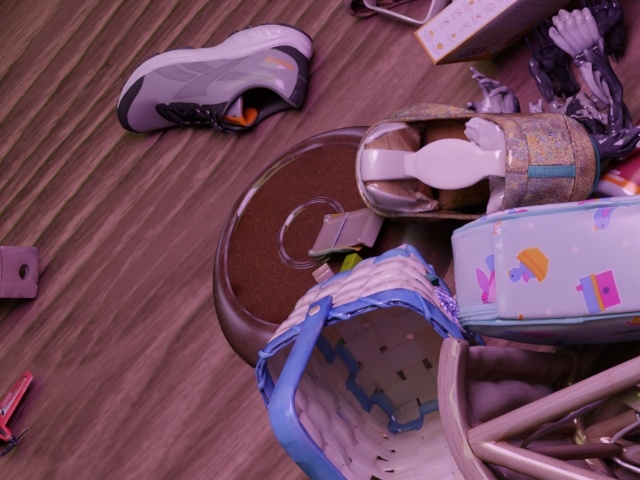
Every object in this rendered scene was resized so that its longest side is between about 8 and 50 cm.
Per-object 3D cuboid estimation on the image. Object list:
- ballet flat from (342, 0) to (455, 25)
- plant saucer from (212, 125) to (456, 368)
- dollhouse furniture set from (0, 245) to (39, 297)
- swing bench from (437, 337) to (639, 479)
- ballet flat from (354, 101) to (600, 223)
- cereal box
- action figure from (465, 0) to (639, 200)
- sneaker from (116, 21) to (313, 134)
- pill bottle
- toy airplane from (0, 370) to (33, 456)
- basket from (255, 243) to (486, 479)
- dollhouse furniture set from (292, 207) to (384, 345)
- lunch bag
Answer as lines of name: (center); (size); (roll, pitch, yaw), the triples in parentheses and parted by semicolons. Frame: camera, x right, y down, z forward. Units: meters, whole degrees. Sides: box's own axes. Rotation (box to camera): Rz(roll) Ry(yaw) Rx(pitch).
ballet flat: (0.150, -0.293, 1.656); (0.316, 0.107, 0.106); (2, 79, 43)
plant saucer: (0.000, 0.000, 1.610); (0.311, 0.050, 0.310); (-18, 54, 26)
dollhouse furniture set: (-0.442, 0.097, 1.832); (0.129, 0.129, 0.183); (1, 89, 35)
swing bench: (0.260, 0.154, 1.170); (0.255, 0.253, 0.165); (-7, 81, 32)
ballet flat: (0.106, -0.070, 1.374); (0.348, 0.123, 0.123); (4, 65, 57)
cereal box: (0.227, -0.266, 1.503); (0.240, 0.173, 0.047); (-36, 80, 26)
action figure: (0.225, -0.142, 1.420); (0.164, 0.141, 0.275); (-29, 24, 31)
sneaker: (-0.134, -0.176, 1.777); (0.271, 0.100, 0.108); (-15, 61, 28)
pill bottle: (0.333, -0.085, 1.399); (0.086, 0.086, 0.152); (31, 83, 42)
toy airplane: (-0.402, 0.214, 1.778); (0.151, 0.028, 0.151); (-17, 54, 25)
basket: (0.058, 0.153, 1.308); (0.201, 0.255, 0.289); (-24, 27, 28)
dollhouse furniture set: (0.026, 0.035, 1.522); (0.076, 0.058, 0.151); (-15, 36, 37)
lunch bag: (0.271, 0.031, 1.260); (0.279, 0.224, 0.108); (-6, 79, 30)
